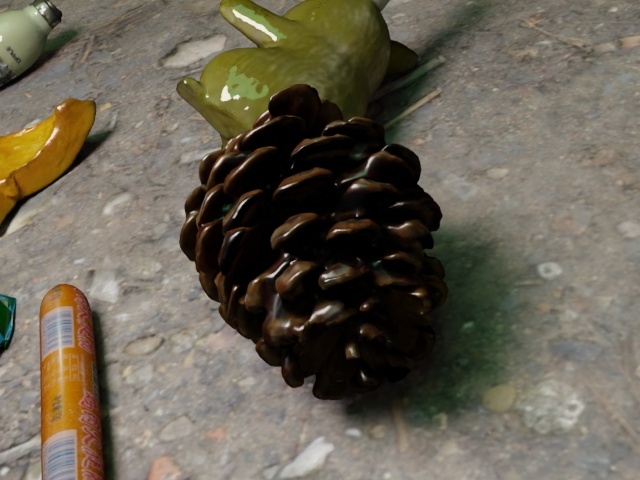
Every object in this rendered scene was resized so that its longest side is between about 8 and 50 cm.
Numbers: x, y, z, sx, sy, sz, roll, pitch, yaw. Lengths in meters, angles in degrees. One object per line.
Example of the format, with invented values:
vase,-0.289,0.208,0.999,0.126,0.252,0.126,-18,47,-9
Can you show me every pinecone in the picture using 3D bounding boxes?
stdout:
pinecone,0.000,0.000,0.837,0.224,0.224,0.272,-27,41,-6

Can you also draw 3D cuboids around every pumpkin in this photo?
pumpkin,-0.462,-0.088,1.281,0.290,0.095,0.258,5,41,26

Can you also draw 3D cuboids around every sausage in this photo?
sausage,-0.229,0.146,0.910,0.053,0.053,0.348,-23,37,0

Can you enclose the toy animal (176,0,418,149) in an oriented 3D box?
toy animal,-0.010,-0.198,1.125,0.180,0.181,0.363,10,49,24

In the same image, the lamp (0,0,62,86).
lamp,-0.509,-0.287,1.549,0.250,0.101,0.101,-41,39,-4

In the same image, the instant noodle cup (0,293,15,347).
instant noodle cup,-0.461,0.071,1.018,0.240,0.178,0.240,-14,37,11
